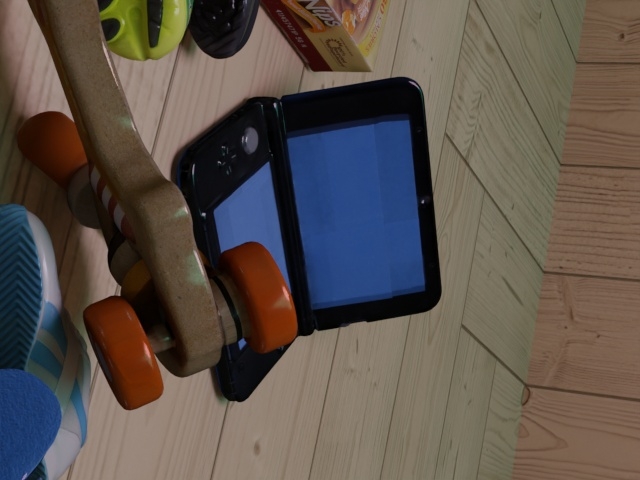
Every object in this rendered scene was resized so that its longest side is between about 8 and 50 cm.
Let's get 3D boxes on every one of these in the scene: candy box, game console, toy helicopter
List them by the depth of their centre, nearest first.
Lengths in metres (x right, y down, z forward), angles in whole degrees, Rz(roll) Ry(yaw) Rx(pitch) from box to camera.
[{"bbox_3d":[-0.155,-0.062,0.865,0.140,0.235,0.355,-22,111,-17],"label":"toy helicopter"},{"bbox_3d":[0.000,0.000,1.203,0.250,0.173,0.293,-48,136,-53],"label":"game console"},{"bbox_3d":[0.028,-0.373,1.295,0.183,0.088,0.316,47,52,-58],"label":"candy box"}]

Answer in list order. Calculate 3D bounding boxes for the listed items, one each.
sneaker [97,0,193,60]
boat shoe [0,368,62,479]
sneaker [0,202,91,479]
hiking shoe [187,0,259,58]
[{"bbox_3d":[-0.155,-0.296,0.930,0.123,0.109,0.295,-67,157,-80],"label":"sneaker"},{"bbox_3d":[-0.283,0.174,0.733,0.109,0.089,0.258,49,50,6],"label":"boat shoe"},{"bbox_3d":[-0.224,0.077,0.856,0.092,0.087,0.228,-50,145,-64],"label":"sneaker"},{"bbox_3d":[-0.071,-0.283,1.100,0.114,0.086,0.226,9,85,-62],"label":"hiking shoe"}]
